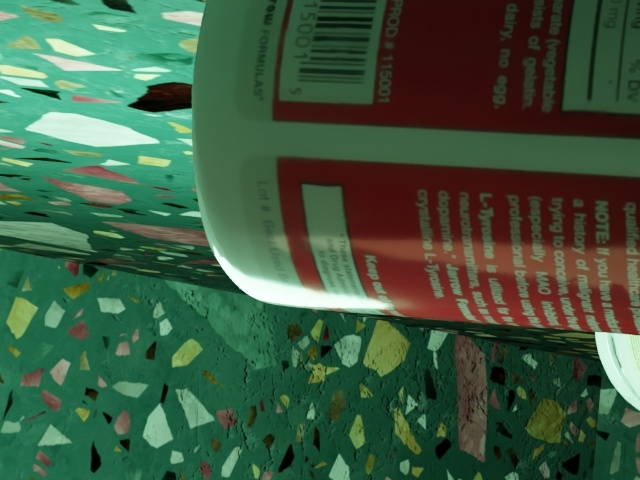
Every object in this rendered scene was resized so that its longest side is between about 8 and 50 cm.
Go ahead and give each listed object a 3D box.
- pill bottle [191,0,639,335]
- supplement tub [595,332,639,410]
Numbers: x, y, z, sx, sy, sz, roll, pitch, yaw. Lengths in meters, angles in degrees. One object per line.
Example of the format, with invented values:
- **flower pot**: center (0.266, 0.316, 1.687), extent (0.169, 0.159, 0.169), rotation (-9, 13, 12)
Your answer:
- **pill bottle**: center (0.155, -0.064, 0.837), extent (0.407, 0.229, 0.229), rotation (4, 172, 19)
- **supplement tub**: center (0.421, 0.072, 1.455), extent (0.235, 0.235, 0.325), rotation (9, 171, -17)
